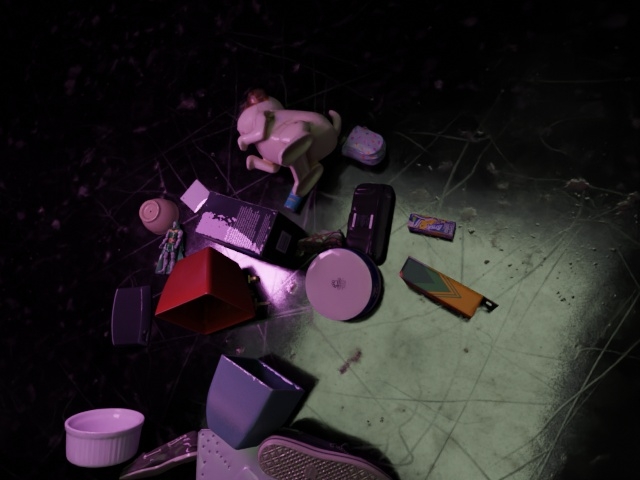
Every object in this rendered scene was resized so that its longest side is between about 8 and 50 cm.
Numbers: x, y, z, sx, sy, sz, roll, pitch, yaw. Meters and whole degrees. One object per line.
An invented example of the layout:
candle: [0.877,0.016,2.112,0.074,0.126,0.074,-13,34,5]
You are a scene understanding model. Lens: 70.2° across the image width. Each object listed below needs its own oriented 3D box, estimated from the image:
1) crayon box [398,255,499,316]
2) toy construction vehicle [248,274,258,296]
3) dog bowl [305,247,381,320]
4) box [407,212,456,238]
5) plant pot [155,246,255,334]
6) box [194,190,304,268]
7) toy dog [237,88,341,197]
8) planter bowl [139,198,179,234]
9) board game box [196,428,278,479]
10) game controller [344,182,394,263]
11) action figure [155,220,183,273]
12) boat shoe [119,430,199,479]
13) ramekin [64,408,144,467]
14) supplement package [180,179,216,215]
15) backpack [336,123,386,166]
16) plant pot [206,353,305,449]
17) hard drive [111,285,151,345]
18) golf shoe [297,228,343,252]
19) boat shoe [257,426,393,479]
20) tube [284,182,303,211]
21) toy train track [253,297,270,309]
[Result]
crayon box: [0.430,0.176,1.540,0.318,0.202,0.081,29,87,21]
toy construction vehicle: [-0.300,0.184,1.837,0.098,0.035,0.086,-5,76,15]
dog bowl: [0.081,0.158,1.668,0.264,0.104,0.265,-1,87,24]
box: [0.409,-0.053,1.675,0.168,0.059,0.054,14,81,19]
plant pot: [-0.434,0.183,1.751,0.267,0.267,0.236,-22,54,23]
box: [-0.263,-0.033,1.741,0.293,0.296,0.183,18,83,20]
toy dog: [-0.160,-0.441,1.804,0.408,0.284,0.395,35,83,28]
planter bowl: [-0.719,-0.115,1.989,0.162,0.109,0.162,-4,76,16]
board game box: [-0.258,0.888,1.641,0.389,0.050,0.390,-4,76,11]
game controller: [0.186,-0.070,1.752,0.166,0.067,0.319,5,78,32]
action figure: [-0.641,0.029,1.960,0.137,0.063,0.232,3,77,14]
boat shoe: [-0.610,0.828,1.747,0.335,0.112,0.096,-21,55,5]
ramekin: [-0.824,0.750,1.737,0.277,0.277,0.135,2,86,17]
supplement package: [-0.472,-0.157,1.890,0.105,0.179,0.105,42,91,20]
backpack: [0.168,-0.370,1.790,0.182,0.115,0.152,29,84,17]
plant pot: [-0.252,0.578,1.598,0.247,0.247,0.252,24,83,29]
hard drive: [-0.810,0.322,1.942,0.171,0.054,0.255,-6,76,15]
golf shoe: [0.000,0.000,1.786,0.186,0.068,0.086,-5,47,17]
boat shoe: [0.032,0.767,1.531,0.499,0.156,0.187,21,94,1]
tube: [-0.080,-0.216,1.865,0.080,0.052,0.207,24,79,13]
toy train track: [-0.239,0.254,1.816,0.083,0.014,0.048,-7,68,9]
